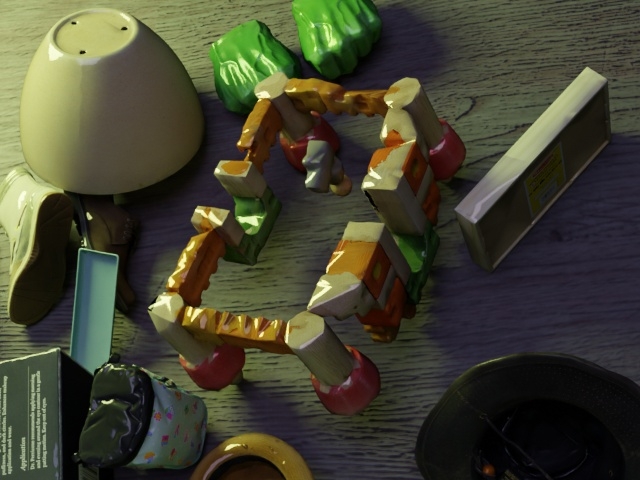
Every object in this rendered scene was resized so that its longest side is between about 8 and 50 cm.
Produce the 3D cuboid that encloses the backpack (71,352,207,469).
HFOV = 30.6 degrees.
[{"bbox_3d":[-0.232,0.244,1.554,0.115,0.182,0.152,14,81,25],"label":"backpack"}]

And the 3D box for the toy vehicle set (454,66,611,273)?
[{"bbox_3d":[0.292,-0.090,1.576,0.035,0.166,0.267,39,79,27],"label":"toy vehicle set"}]

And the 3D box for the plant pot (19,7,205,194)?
[{"bbox_3d":[-0.323,-0.234,1.750,0.284,0.191,0.284,-1,44,1],"label":"plant pot"}]

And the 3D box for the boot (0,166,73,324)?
[{"bbox_3d":[-0.453,0.006,1.783,0.165,0.077,0.213,29,107,48],"label":"boot"}]

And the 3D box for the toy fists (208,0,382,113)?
[{"bbox_3d":[-0.036,-0.289,1.807,0.279,0.096,0.142,-27,51,3],"label":"toy fists"}]

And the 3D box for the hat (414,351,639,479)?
[{"bbox_3d":[0.287,0.247,1.402,0.331,0.331,0.134,16,31,22],"label":"hat"}]

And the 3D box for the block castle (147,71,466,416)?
[{"bbox_3d":[0.000,0.000,1.596,0.303,0.213,0.453,6,60,31],"label":"block castle"}]

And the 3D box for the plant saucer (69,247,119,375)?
[{"bbox_3d":[-0.325,0.109,1.687,0.067,0.018,0.192,9,99,20],"label":"plant saucer"}]

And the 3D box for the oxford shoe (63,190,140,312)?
[{"bbox_3d":[-0.311,0.000,1.752,0.096,0.083,0.227,-19,66,-8],"label":"oxford shoe"}]

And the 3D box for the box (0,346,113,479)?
[{"bbox_3d":[-0.452,0.355,1.562,0.313,0.179,0.343,-11,62,9],"label":"box"}]

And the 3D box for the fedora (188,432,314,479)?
[{"bbox_3d":[-0.083,0.349,1.518,0.194,0.079,0.194,-10,58,16],"label":"fedora"}]
